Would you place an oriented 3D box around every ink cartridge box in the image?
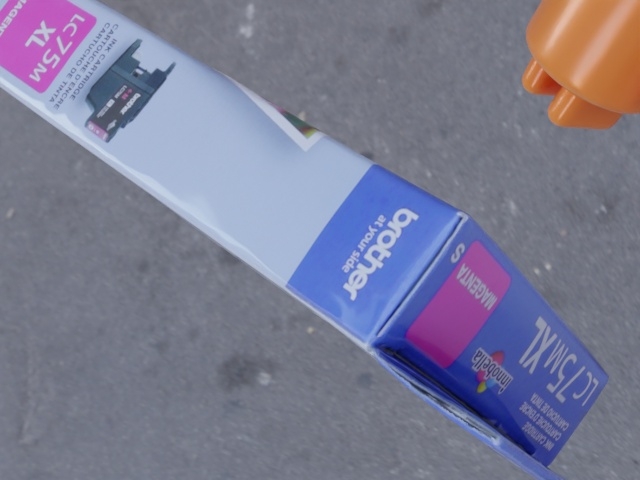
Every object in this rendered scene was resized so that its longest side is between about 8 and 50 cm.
[{"bbox_3d":[0.000,0.000,0.484,0.311,0.186,0.065,36,88,36],"label":"ink cartridge box"}]

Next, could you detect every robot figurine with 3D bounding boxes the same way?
[{"bbox_3d":[0.245,-0.189,0.906,0.219,0.128,0.158,-60,7,36],"label":"robot figurine"}]
